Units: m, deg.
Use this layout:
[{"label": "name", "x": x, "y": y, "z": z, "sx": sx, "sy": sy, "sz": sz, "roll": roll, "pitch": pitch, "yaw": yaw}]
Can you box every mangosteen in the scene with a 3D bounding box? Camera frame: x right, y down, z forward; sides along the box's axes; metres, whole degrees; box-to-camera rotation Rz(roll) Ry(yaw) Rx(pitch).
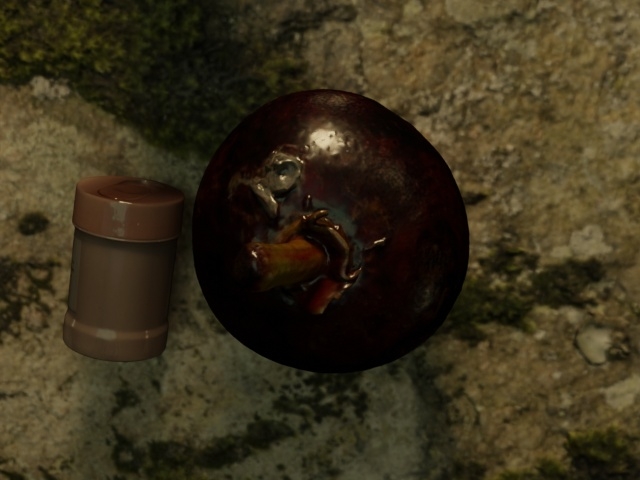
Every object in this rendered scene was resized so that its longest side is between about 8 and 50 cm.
[{"label": "mangosteen", "x": 0.000, "y": 0.000, "z": 0.852, "sx": 0.235, "sy": 0.261, "sz": 0.235, "roll": 3, "pitch": 102, "yaw": 14}]

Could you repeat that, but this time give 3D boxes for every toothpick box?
[{"label": "toothpick box", "x": -0.181, "y": 0.024, "z": 0.983, "sx": 0.098, "sy": 0.098, "sz": 0.149, "roll": 12, "pitch": 105, "yaw": 10}]
